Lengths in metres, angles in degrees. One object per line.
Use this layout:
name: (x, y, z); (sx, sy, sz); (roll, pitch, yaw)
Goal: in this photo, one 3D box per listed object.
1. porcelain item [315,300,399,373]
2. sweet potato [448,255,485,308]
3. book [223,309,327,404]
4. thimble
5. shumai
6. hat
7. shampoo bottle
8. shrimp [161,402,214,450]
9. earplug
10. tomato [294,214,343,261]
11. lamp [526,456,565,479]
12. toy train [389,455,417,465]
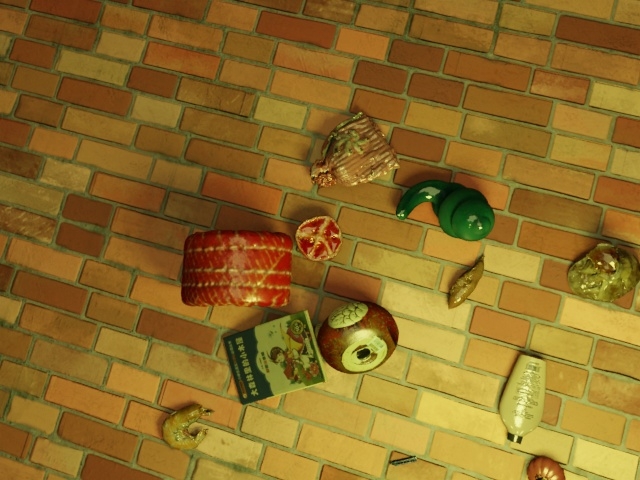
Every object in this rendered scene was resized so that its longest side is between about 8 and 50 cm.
porcelain item: (0.108, 0.275, 1.840); (0.252, 0.253, 0.253); (-1, 82, 7)
sweet potato: (0.455, 0.130, 1.875); (0.068, 0.060, 0.206); (44, 77, -21)
book: (-0.147, 0.368, 1.876); (0.322, 0.018, 0.228); (-22, 79, 24)
thimble: (-0.246, 0.089, 1.830); (0.350, 0.350, 0.231); (1, 84, 7)
shumai: (0.852, 0.095, 1.789); (0.209, 0.153, 0.162); (-6, 74, 9)
hat: (0.089, -0.270, 1.949); (0.286, 0.107, 0.237); (-31, 70, -3)
shampoo bottle: (0.604, 0.475, 1.795); (0.127, 0.078, 0.257); (16, 82, 3)
shrimp: (-0.417, 0.592, 1.923); (0.187, 0.051, 0.132); (-32, 91, 9)
earplug: (0.403, -0.093, 1.859); (0.257, 0.280, 0.164); (11, 106, -26)
tomato: (0.000, 0.000, 1.940); (0.155, 0.069, 0.156); (-1, 79, 6)
lamp: (0.655, 0.682, 1.753); (0.107, 0.092, 0.108); (12, 111, 32)
toy train: (0.253, 0.674, 1.841); (0.083, 0.017, 0.017); (-14, 88, 5)
